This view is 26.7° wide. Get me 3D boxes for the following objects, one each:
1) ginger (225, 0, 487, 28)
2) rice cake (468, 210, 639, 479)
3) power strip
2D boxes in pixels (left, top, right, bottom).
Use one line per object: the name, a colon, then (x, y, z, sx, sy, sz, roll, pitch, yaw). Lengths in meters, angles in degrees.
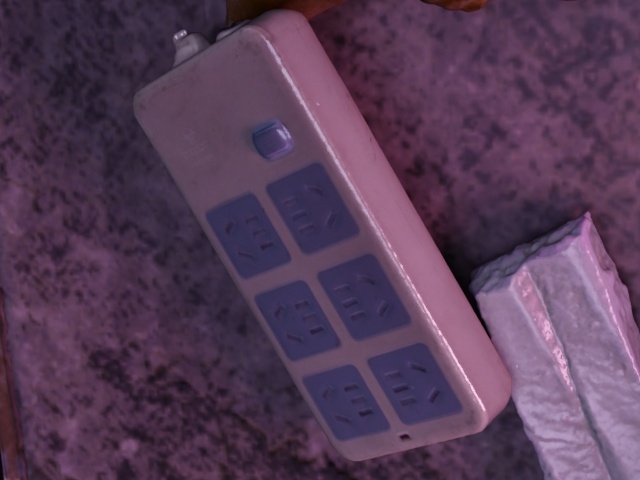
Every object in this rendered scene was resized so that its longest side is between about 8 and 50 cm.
ginger: (0.084, -0.179, 0.657, 0.333, 0.080, 0.166, -6, 127, 26)
rice cake: (0.152, 0.101, 0.735, 0.085, 0.040, 0.226, -20, 96, 22)
power strip: (0.000, 0.000, 0.727, 0.118, 0.046, 0.270, -21, 102, 47)
